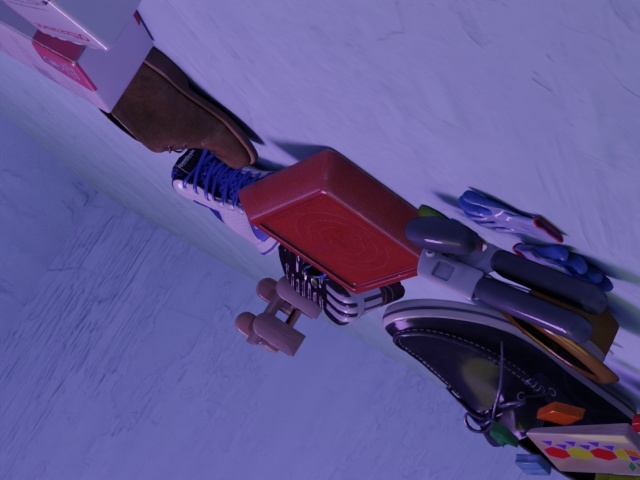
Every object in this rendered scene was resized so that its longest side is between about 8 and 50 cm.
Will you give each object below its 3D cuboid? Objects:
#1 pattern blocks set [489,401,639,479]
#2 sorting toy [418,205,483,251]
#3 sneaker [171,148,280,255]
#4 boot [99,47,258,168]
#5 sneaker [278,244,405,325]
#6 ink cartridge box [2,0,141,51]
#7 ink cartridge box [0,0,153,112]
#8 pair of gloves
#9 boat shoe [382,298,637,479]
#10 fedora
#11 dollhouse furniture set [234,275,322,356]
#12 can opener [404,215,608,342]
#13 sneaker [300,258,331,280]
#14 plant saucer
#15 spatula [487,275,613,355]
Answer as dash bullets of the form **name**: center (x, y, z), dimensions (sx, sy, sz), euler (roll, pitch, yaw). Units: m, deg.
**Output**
- **pattern blocks set**: center (0.424, 0.317, 2.195), dimensions (0.324, 0.026, 0.285), euler (1, 147, 29)
- **sorting toy**: center (0.164, -0.003, 1.881), dimensions (0.102, 0.042, 0.061), euler (31, 173, 4)
- **sneaker**: center (-0.146, -0.079, 2.310), dimensions (0.182, 0.127, 0.315), euler (32, 174, -17)
- **boot**: center (-0.206, -0.165, 2.047), dimensions (0.112, 0.115, 0.305), euler (23, 170, 41)
- **sneaker**: center (0.046, 0.043, 2.364), dimensions (0.281, 0.162, 0.106), euler (47, 143, 50)
- **ink cartridge box**: center (-0.322, -0.319, 1.554), dimensions (0.237, 0.100, 0.172), euler (38, 170, -37)
- **ink cartridge box**: center (-0.374, -0.300, 1.816), dimensions (0.283, 0.117, 0.207), euler (30, 173, 9)
- **pair of gloves**: center (0.246, 0.003, 1.671), dimensions (0.198, 0.023, 0.159), euler (35, 172, -31)
- **boat shoe**: center (0.307, 0.245, 2.317), dimensions (0.500, 0.156, 0.187), euler (32, 150, -21)
- **fedora**: center (0.315, 0.104, 1.836), dimensions (0.194, 0.079, 0.194), euler (37, 176, 3)
- **dollhouse furniture set**: center (-0.077, 0.067, 2.541), dimensions (0.161, 0.242, 0.212), euler (33, 172, -9)
- **can opener**: center (0.206, 0.039, 1.706), dimensions (0.095, 0.076, 0.283), euler (35, 173, -40)
- **sneaker**: center (0.000, 0.000, 2.256), dimensions (0.079, 0.121, 0.217), euler (34, 172, -15)
- **plant saucer**: center (0.035, -0.011, 2.018), dimensions (0.259, 0.048, 0.258), euler (34, 153, -22)
- **spatula**: center (0.314, 0.101, 2.077), dimensions (0.168, 0.019, 0.242), euler (42, 167, -30)
